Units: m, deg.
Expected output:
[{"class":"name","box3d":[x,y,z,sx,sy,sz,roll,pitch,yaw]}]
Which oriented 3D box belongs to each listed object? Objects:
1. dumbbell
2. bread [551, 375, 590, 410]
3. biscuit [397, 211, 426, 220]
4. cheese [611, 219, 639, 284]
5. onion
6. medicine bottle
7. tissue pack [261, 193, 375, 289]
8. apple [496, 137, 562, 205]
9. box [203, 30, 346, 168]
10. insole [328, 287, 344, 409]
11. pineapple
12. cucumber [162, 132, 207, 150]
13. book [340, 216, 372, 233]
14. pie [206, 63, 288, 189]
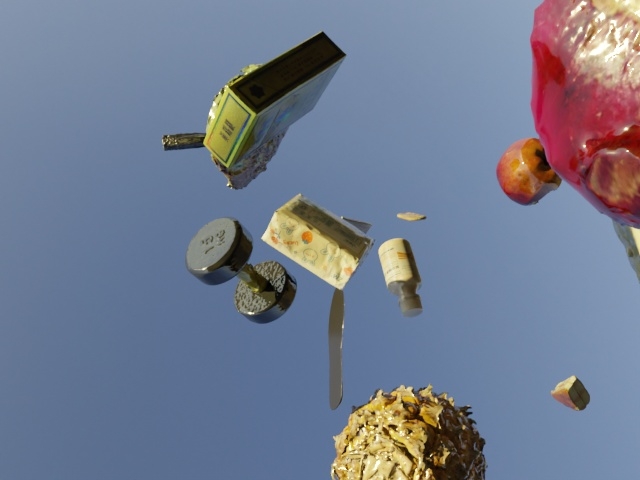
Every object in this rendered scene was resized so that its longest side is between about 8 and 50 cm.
[{"class":"dumbbell","box3d":[-0.233,0.095,1.600,0.322,0.204,0.203,50,-144,-43]},{"class":"bread","box3d":[0.499,0.306,1.051,0.043,0.109,0.062,-43,-109,-10]},{"class":"biscuit","box3d":[0.324,-0.085,1.890,0.071,0.147,0.018,-6,-78,-15]},{"class":"cheese","box3d":[0.545,-0.016,0.883,0.159,0.093,0.262,56,-152,-32]},{"class":"onion","box3d":[0.462,-0.175,0.580,0.420,0.398,0.398,10,-127,-49]},{"class":"medicine bottle","box3d":[0.264,0.122,1.698,0.114,0.114,0.252,8,-127,-26]},{"class":"tissue pack","box3d":[0.000,0.000,1.095,0.196,0.092,0.148,31,-154,7]},{"class":"apple","box3d":[0.509,-0.173,1.294,0.147,0.158,0.156,20,-113,10]},{"class":"box","box3d":[-0.069,-0.216,0.814,0.064,0.141,0.220,44,-125,-1]},{"class":"insole","box3d":[0.039,0.249,1.287,0.007,0.109,0.322,13,-129,-15]},{"class":"pineapple","box3d":[0.197,0.497,1.185,0.300,0.352,0.352,16,-133,-57]},{"class":"cucumber","box3d":[-0.294,-0.236,1.260,0.163,0.039,0.043,-2,-112,3]},{"class":"book","box3d":[0.076,0.008,1.804,0.139,0.198,0.016,11,-147,-38]},{"class":"pie","box3d":[-0.178,-0.309,1.424,0.103,0.288,0.354,32,-90,21]}]
